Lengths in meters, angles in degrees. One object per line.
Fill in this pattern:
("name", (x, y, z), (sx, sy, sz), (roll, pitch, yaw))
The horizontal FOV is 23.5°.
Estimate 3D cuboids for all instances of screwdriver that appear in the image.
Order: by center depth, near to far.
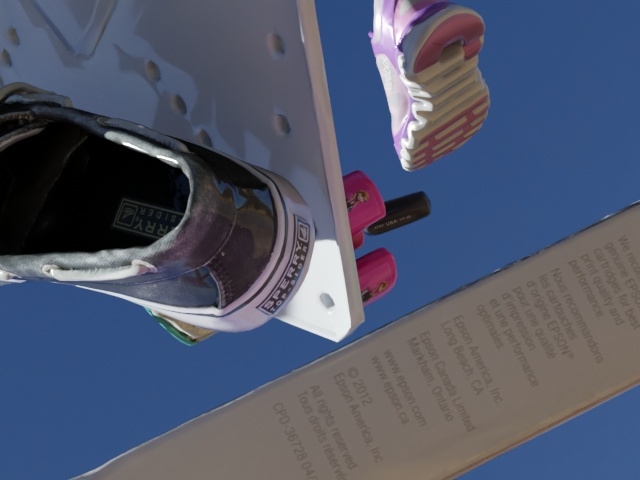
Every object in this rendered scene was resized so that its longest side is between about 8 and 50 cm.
("screwdriver", (0.000, 0.000, 1.112), (0.170, 0.024, 0.025), (-20, -29, 13))

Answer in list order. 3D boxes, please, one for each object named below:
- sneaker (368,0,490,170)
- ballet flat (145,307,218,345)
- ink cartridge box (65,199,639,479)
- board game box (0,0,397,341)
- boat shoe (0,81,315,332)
("sneaker", (0.090, -0.157, 1.399), (0.095, 0.104, 0.236), (-33, -27, -14))
("ballet flat", (-0.179, -0.084, 1.318), (0.147, 0.147, 0.409), (-44, -73, -16))
("ink cartridge box", (0.054, 0.054, 0.589), (0.371, 0.069, 0.176), (-23, -7, -10))
("board game box", (-0.127, -0.171, 0.827), (0.050, 0.390, 0.390), (-29, -58, -35))
("boat shoe", (-0.152, -0.023, 0.744), (0.105, 0.306, 0.113), (28, -98, -53))
